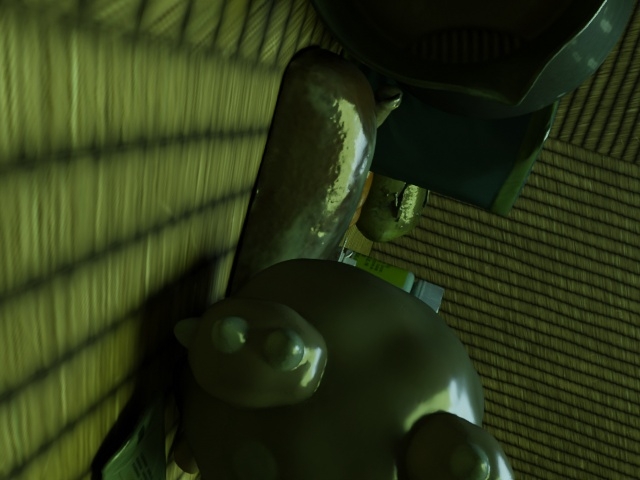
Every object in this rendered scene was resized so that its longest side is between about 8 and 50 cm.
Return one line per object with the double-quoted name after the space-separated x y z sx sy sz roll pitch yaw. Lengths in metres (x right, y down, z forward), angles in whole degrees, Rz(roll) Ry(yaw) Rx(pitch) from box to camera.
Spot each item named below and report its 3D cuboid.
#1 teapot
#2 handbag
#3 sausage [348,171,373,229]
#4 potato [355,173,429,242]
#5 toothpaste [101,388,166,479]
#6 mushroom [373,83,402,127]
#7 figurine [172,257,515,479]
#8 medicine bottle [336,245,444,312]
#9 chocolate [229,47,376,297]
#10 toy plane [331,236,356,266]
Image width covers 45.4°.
0.120 -0.240 0.590 0.344 0.253 0.300 -36 111 -71 "teapot"
0.153 -0.187 0.902 0.222 0.241 0.263 92 16 -68 "handbag"
0.047 -0.076 1.162 0.062 0.054 0.183 -45 164 -23 "sausage"
0.143 -0.109 1.487 0.169 0.143 0.248 -84 -171 -69 "potato"
-0.128 0.204 0.552 0.067 0.037 0.255 -57 162 -45 "toothpaste"
0.034 -0.108 0.778 0.187 0.061 0.060 127 -19 -60 "mushroom"
-0.005 0.136 0.612 0.203 0.248 0.380 -55 -177 -19 "figurine"
0.108 0.108 1.456 0.139 0.225 0.139 20 90 -83 "medicine bottle"
-0.005 -0.039 0.693 0.157 0.080 0.254 -54 162 -70 "chocolate"
0.010 0.081 1.234 0.171 0.065 0.162 -62 177 -32 "toy plane"
